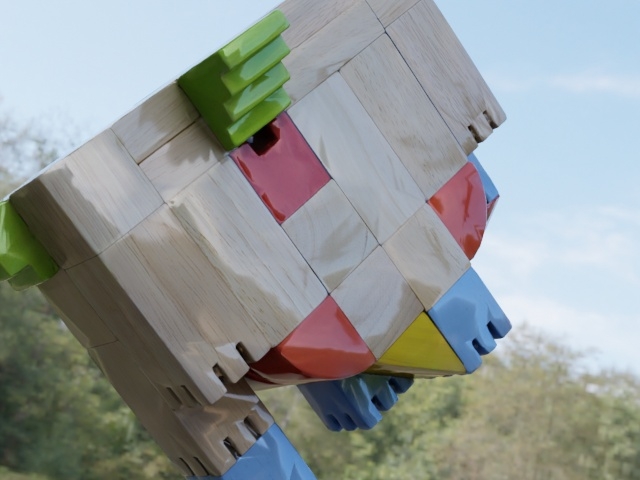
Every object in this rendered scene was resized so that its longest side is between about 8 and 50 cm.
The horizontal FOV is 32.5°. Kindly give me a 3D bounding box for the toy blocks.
[{"bbox_3d":[0.000,0.000,0.666,0.261,0.381,0.191,55,-33,-12],"label":"toy blocks"}]
